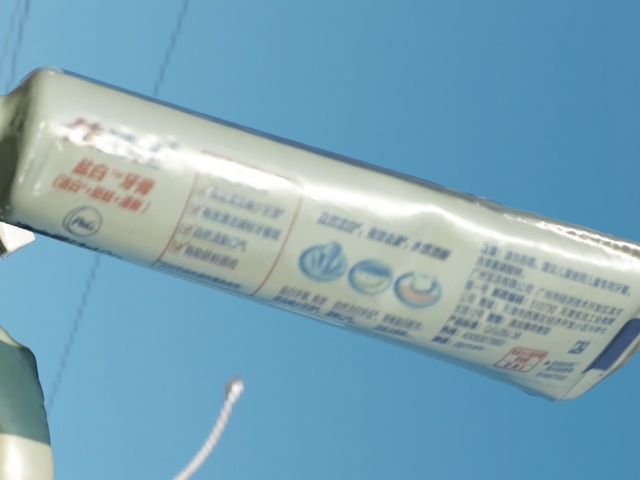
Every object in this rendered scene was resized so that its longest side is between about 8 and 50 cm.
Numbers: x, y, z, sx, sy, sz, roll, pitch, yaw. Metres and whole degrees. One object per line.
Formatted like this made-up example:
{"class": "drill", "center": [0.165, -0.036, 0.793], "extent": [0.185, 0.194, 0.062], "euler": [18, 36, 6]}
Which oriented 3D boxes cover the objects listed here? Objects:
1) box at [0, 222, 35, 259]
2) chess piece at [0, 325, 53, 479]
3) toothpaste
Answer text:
{"class": "box", "center": [-0.286, -0.018, 0.989], "extent": [0.198, 0.029, 0.109], "euler": [-23, -83, 46]}
{"class": "chess piece", "center": [-0.271, 0.103, 0.488], "extent": [0.182, 0.330, 0.182], "euler": [-1, -92, 34]}
{"class": "toothpaste", "center": [0.000, -0.001, 0.430], "extent": [0.069, 0.268, 0.047], "euler": [-68, -155, 8]}
